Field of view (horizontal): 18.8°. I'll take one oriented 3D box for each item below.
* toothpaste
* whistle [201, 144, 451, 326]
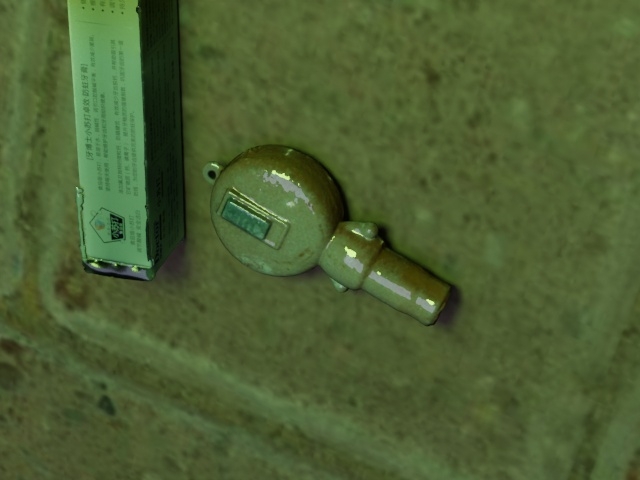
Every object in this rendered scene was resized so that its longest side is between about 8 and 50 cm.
[{"bbox_3d":[-0.147,-0.121,1.488,0.071,0.089,0.313,8,120,14],"label":"toothpaste"},{"bbox_3d":[0.000,0.000,1.506,0.220,0.057,0.107,31,126,4],"label":"whistle"}]
